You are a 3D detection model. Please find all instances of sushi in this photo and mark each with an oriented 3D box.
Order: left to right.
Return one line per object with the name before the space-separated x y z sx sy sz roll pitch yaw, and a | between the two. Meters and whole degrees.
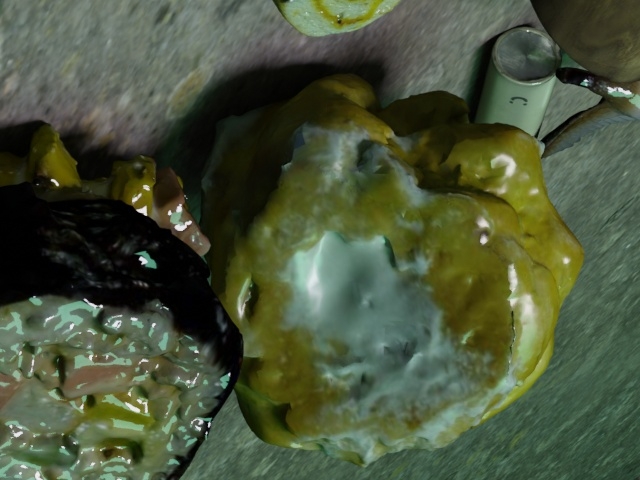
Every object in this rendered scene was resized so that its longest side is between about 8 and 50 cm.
sushi | -0.251 0.065 1.562 0.329 0.285 0.328 10 133 -27

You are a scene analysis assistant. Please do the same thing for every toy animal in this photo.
toy animal | 0.314 -0.163 1.840 0.197 0.160 0.272 -21 135 -66

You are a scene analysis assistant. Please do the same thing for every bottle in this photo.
bottle | 0.201 -0.138 1.920 0.072 0.072 0.201 -24 156 -16

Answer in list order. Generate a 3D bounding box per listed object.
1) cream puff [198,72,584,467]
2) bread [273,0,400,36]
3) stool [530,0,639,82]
cream puff | 0.062 0.008 1.711 0.378 0.378 0.275 -40 -176 20
bread | 0.029 -0.225 1.497 0.156 0.103 0.110 -23 151 -2
stool | 0.324 -0.272 1.592 0.179 0.179 0.264 -11 164 -40
